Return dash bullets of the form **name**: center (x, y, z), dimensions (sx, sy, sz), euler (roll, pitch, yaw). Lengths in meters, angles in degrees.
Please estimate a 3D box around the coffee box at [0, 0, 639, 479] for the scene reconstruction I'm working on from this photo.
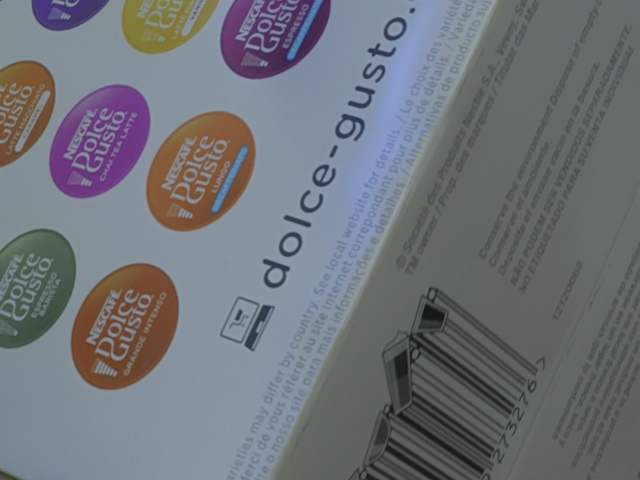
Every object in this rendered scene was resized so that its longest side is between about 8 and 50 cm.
- **coffee box**: center (0.000, 0.000, 0.909), dimensions (0.334, 0.338, 0.338), euler (18, -14, 39)
